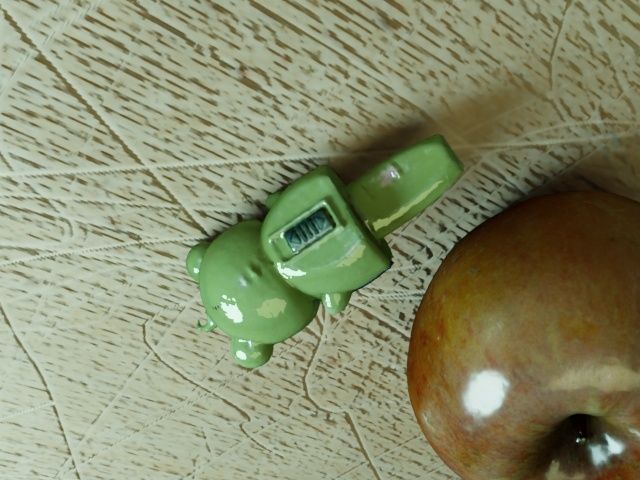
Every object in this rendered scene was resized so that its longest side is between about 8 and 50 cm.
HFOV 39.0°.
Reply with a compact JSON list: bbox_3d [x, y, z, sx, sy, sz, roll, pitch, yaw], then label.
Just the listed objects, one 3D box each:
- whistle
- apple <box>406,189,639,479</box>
[{"bbox_3d":[0.000,0.000,0.650,0.227,0.105,0.085,-35,162,9],"label":"whistle"},{"bbox_3d":[0.190,0.079,0.706,0.254,0.253,0.253,-9,133,-10],"label":"apple"}]
